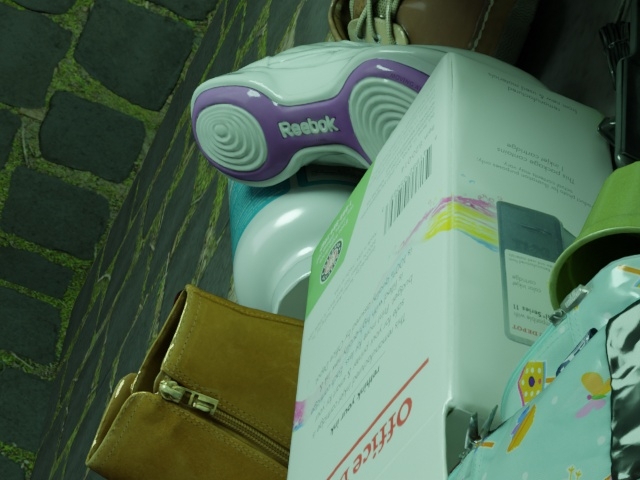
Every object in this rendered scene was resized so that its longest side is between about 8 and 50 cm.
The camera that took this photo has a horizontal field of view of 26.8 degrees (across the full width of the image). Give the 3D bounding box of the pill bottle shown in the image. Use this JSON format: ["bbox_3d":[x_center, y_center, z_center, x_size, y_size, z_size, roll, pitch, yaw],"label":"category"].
[{"bbox_3d":[0.000,0.000,1.080,0.264,0.146,0.146,-99,33,-63],"label":"pill bottle"}]

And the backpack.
[{"bbox_3d":[0.121,0.110,0.467,0.188,0.166,0.144,-55,19,34],"label":"backpack"}]

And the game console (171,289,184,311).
[{"bbox_3d":[-0.060,0.105,1.154,0.124,0.144,0.085,-172,102,-75],"label":"game console"}]

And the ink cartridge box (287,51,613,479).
[{"bbox_3d":[0.074,0.086,0.755,0.353,0.119,0.207,-83,20,-46],"label":"ink cartridge box"}]

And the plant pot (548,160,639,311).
[{"bbox_3d":[0.161,0.003,0.667,0.083,0.083,0.079,-56,7,42],"label":"plant pot"}]

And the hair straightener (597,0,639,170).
[{"bbox_3d":[0.178,-0.102,0.780,0.230,0.047,0.089,-88,24,-50],"label":"hair straightener"}]

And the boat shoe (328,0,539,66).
[{"bbox_3d":[0.077,-0.171,1.095,0.324,0.116,0.123,-156,87,-75],"label":"boat shoe"}]

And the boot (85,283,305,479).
[{"bbox_3d":[-0.065,0.193,0.922,0.104,0.211,0.295,-171,102,-76],"label":"boot"}]

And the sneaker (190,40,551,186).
[{"bbox_3d":[0.050,-0.107,0.970,0.152,0.305,0.114,-36,-56,-43],"label":"sneaker"}]
